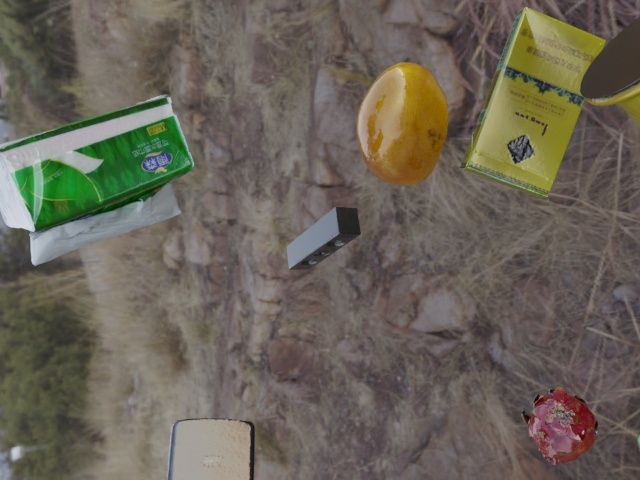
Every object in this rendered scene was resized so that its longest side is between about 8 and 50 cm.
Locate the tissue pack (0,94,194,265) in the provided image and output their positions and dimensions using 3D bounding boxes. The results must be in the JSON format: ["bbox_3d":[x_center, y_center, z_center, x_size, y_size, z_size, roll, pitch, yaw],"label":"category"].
[{"bbox_3d":[-0.278,-0.073,0.745,0.148,0.209,0.156,0,112,53],"label":"tissue pack"}]

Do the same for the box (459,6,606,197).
[{"bbox_3d":[0.355,-0.226,1.006,0.041,0.152,0.279,-131,61,-81],"label":"box"}]

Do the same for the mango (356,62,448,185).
[{"bbox_3d":[0.134,-0.190,0.995,0.252,0.153,0.126,78,176,-59],"label":"mango"}]

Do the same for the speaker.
[{"bbox_3d":[0.000,0.000,0.970,0.191,0.040,0.046,-37,57,58],"label":"speaker"}]

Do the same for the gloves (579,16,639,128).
[{"bbox_3d":[0.377,-0.072,0.540,0.116,0.294,0.133,-40,15,37],"label":"gloves"}]

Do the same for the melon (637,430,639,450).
[{"bbox_3d":[0.595,0.230,0.866,0.124,0.323,0.196,-103,-8,-59],"label":"melon"}]

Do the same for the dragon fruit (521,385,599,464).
[{"bbox_3d":[0.473,0.366,1.177,0.136,0.132,0.166,-111,15,-60],"label":"dragon fruit"}]

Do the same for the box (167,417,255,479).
[{"bbox_3d":[-0.160,0.327,0.883,0.027,0.126,0.125,112,160,-60],"label":"box"}]
